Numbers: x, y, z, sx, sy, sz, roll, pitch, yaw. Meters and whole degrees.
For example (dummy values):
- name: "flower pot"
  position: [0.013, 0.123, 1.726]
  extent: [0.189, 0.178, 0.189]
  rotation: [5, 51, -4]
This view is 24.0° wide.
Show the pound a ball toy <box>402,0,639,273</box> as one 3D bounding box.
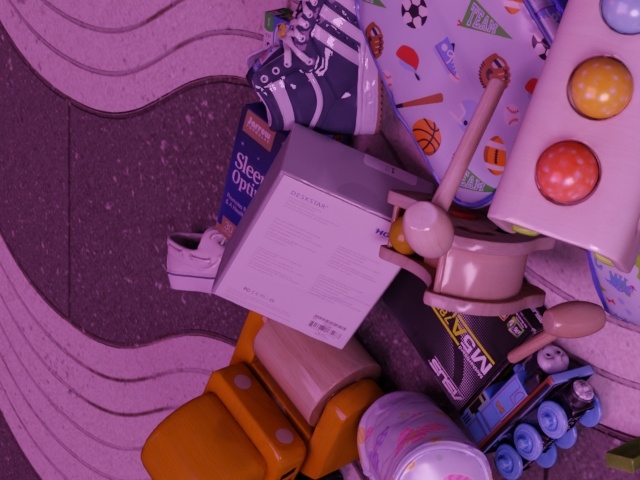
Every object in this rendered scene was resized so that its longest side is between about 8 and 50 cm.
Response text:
- name: "pound a ball toy"
  position: [0.212, -0.114, 1.345]
  extent: [0.208, 0.136, 0.319]
  rotation: [21, 87, 21]

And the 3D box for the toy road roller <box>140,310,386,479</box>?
- name: "toy road roller"
  position: [-0.085, 0.241, 1.942]
  extent: [0.202, 0.240, 0.329]
  rotation: [49, 138, 25]

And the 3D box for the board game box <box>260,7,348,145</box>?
- name: "board game box"
  position: [-0.019, -0.170, 1.855]
  extent: [0.136, 0.035, 0.201]
  rotation: [30, 126, 41]

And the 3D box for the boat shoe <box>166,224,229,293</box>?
- name: "boat shoe"
  position: [-0.133, 0.021, 2.030]
  extent: [0.258, 0.095, 0.084]
  rotation: [-3, 103, 48]

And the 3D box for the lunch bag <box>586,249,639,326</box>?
- name: "lunch bag"
  position: [0.325, 0.017, 1.431]
  extent: [0.129, 0.096, 0.151]
  rotation: [24, 153, 44]

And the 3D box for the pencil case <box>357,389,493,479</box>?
- name: "pencil case"
  position: [0.112, 0.252, 1.710]
  extent: [0.113, 0.124, 0.273]
  rotation: [55, 177, -9]

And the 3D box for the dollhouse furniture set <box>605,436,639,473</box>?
- name: "dollhouse furniture set"
  position: [0.341, 0.288, 1.583]
  extent: [0.076, 0.058, 0.152]
  rotation: [10, 113, 49]

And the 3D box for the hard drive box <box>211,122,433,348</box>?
- name: "hard drive box"
  position: [0.000, 0.000, 1.763]
  extent: [0.181, 0.089, 0.232]
  rotation: [24, 135, -10]

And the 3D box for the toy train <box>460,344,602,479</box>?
- name: "toy train"
  position: [0.233, 0.189, 1.662]
  extent: [0.105, 0.080, 0.184]
  rotation: [60, 142, 23]

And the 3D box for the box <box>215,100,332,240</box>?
- name: "box"
  position: [-0.060, -0.075, 1.876]
  extent: [0.136, 0.036, 0.225]
  rotation: [40, 128, 35]

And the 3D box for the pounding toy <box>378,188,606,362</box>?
- name: "pounding toy"
  position: [0.149, 0.051, 1.549]
  extent: [0.269, 0.154, 0.155]
  rotation: [28, 113, 53]

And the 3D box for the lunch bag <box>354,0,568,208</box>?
- name: "lunch bag"
  position: [0.178, -0.194, 1.539]
  extent: [0.243, 0.115, 0.303]
  rotation: [-41, 74, 45]

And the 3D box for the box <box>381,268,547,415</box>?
- name: "box"
  position: [0.162, 0.075, 1.728]
  extent: [0.191, 0.045, 0.184]
  rotation: [57, 138, 20]

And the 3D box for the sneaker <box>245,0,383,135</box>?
- name: "sneaker"
  position: [-0.010, -0.250, 1.694]
  extent: [0.099, 0.153, 0.282]
  rotation: [-109, 16, -69]
